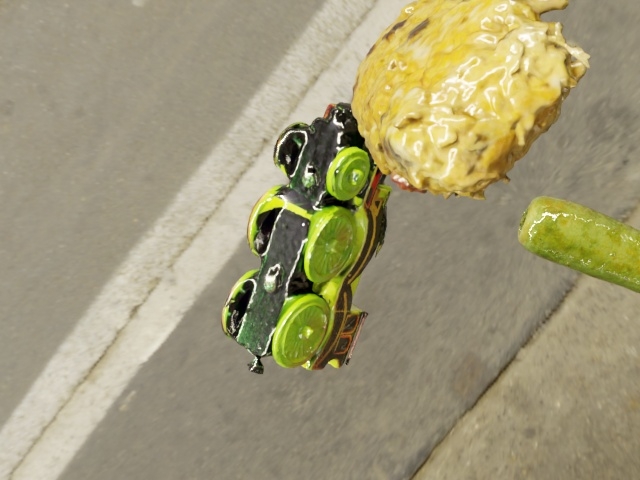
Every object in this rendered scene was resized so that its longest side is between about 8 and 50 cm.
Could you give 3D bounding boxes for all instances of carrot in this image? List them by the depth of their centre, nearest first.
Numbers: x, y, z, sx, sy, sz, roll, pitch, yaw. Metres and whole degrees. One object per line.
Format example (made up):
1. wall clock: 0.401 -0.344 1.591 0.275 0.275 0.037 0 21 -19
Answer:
1. carrot: 0.393 0.035 1.202 0.359 0.074 0.074 20 96 10

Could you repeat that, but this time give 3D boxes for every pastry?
1. pastry: 0.046 -0.055 0.399 0.056 0.140 0.080 41 90 -9

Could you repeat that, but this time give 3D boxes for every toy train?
1. toy train: 0.000 0.000 1.141 0.100 0.161 0.296 28 105 34
